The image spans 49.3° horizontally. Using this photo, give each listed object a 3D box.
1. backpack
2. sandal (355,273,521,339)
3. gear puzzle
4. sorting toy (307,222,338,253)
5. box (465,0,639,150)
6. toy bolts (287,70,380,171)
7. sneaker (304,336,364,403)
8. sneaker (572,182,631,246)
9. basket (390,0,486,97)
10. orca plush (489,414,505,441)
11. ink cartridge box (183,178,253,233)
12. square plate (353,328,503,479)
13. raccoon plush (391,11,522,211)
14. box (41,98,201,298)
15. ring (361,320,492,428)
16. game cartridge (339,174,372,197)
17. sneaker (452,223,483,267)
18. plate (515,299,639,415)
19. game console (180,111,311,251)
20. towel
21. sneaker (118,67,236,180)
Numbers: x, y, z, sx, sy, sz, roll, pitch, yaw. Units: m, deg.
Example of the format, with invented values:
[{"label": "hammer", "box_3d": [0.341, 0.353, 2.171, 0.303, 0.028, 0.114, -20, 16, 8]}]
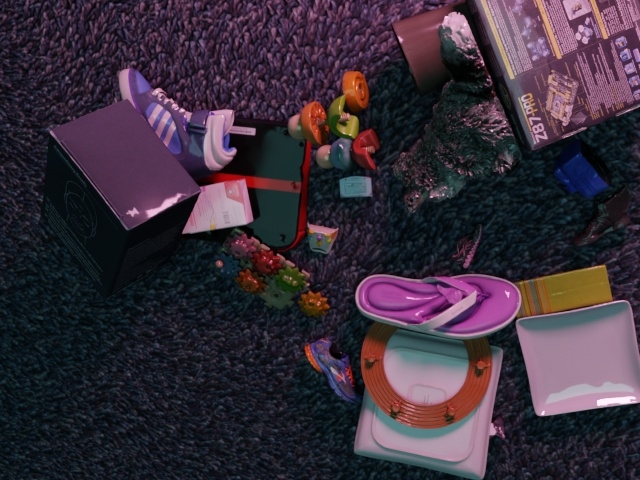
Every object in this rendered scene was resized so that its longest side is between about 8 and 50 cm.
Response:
[{"label": "backpack", "box_3d": [0.611, -0.159, 1.625, 0.120, 0.098, 0.101, 41, 131, -10]}, {"label": "sandal", "box_3d": [0.286, 0.155, 1.740, 0.416, 0.102, 0.169, -1, 68, 13]}, {"label": "gear puzzle", "box_3d": [-0.130, 0.116, 1.854, 0.339, 0.044, 0.175, 33, 125, -9]}, {"label": "sorting toy", "box_3d": [0.000, 0.000, 1.832, 0.083, 0.045, 0.075, 11, 126, 9]}, {"label": "box", "box_3d": [0.509, -0.426, 1.452, 0.318, 0.097, 0.395, -24, 99, 5]}, {"label": "toy bolts", "box_3d": [0.035, -0.276, 1.699, 0.158, 0.218, 0.228, -7, 137, 27]}, {"label": "sneaker", "box_3d": [0.053, 0.354, 1.895, 0.087, 0.083, 0.221, -40, 98, 11]}, {"label": "sneaker", "box_3d": [0.668, -0.059, 1.665, 0.170, 0.051, 0.089, -28, 98, 13]}, {"label": "basket", "box_3d": [0.297, -0.453, 1.575, 0.226, 0.154, 0.204, -24, 144, 10]}, {"label": "orca plush", "box_3d": [0.356, 0.526, 1.893, 0.287, 0.102, 0.151, -20, 56, 7]}, {"label": "ink cartridge box", "box_3d": [-0.284, -0.086, 1.791, 0.198, 0.067, 0.115, -8, 99, 12]}, {"label": "square plate", "box_3d": [0.279, 0.420, 1.818, 0.344, 0.049, 0.347, 9, 86, 11]}, {"label": "raccoon plush", "box_3d": [0.254, -0.273, 1.576, 0.299, 0.216, 0.446, -23, 121, 17]}, {"label": "box", "box_3d": [-0.499, -0.090, 1.698, 0.293, 0.212, 0.395, 51, 145, 7]}, {"label": "ring", "box_3d": [0.270, 0.311, 1.788, 0.336, 0.032, 0.337, -1, 81, 9]}, {"label": "game cartridge", "box_3d": [0.090, -0.138, 1.782, 0.083, 0.017, 0.056, -1, 109, 12]}, {"label": "sneaker", "box_3d": [0.368, 0.008, 1.752, 0.057, 0.047, 0.119, 26, 108, 16]}, {"label": "plate", "box_3d": [0.658, 0.296, 1.767, 0.278, 0.045, 0.277, -13, 102, 15]}, {"label": "game console", "box_3d": [-0.222, -0.152, 1.830, 0.386, 0.060, 0.342, 7, 102, 10]}, {"label": "towel", "box_3d": [0.599, 0.129, 1.747, 0.237, 0.021, 0.102, -13, 106, 15]}, {"label": "sneaker", "box_3d": [-0.336, -0.311, 1.736, 0.236, 0.130, 0.323, -22, 93, 7]}]
